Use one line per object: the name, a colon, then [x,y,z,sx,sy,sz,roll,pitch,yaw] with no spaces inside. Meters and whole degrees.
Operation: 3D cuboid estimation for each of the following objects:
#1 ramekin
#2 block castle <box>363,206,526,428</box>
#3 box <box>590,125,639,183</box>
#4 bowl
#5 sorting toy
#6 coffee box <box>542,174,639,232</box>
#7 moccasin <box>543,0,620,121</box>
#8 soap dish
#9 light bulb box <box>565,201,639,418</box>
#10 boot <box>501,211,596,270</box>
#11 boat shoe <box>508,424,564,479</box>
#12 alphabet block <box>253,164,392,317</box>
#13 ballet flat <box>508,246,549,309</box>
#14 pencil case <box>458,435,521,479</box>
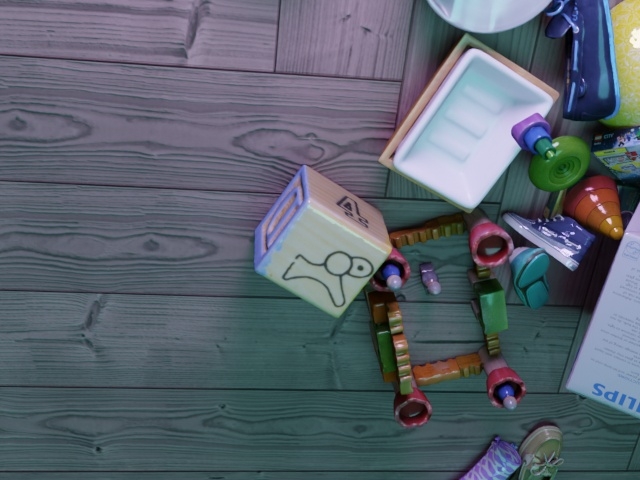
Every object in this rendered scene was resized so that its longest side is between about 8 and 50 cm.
ramekin: [0.285,-0.507,1.473,0.272,0.127,0.273,-3,119,-6]
block castle: [0.261,0.177,1.793,0.303,0.213,0.453,-12,119,0]
box: [0.669,-0.174,1.644,0.233,0.044,0.159,-6,156,43]
bowl: [0.652,-0.313,1.609,0.289,0.156,0.289,-3,119,-5]
sorting toy: [0.493,-0.103,1.623,0.127,0.126,0.365,-39,132,16]
coffee box: [0.574,-0.078,1.791,0.184,0.040,0.113,9,117,-11]
moccasin: [0.459,-0.381,1.523,0.116,0.138,0.342,-9,95,15]
soap dish: [0.278,-0.225,1.631,0.229,0.118,0.291,27,112,-19]
light bulb box: [0.687,0.119,1.706,0.225,0.358,0.361,22,119,21]
boot: [0.472,-0.023,1.752,0.086,0.190,0.069,-54,153,6]
boat shoe: [0.541,0.590,2.121,0.104,0.089,0.285,8,117,-11]
alphabet block: [0.000,0.000,1.670,0.197,0.193,0.192,32,112,-18]
ballet flat: [0.431,0.064,1.786,0.083,0.087,0.247,-33,148,-2]
pencil case: [0.406,0.584,2.107,0.088,0.086,0.206,42,107,11]
